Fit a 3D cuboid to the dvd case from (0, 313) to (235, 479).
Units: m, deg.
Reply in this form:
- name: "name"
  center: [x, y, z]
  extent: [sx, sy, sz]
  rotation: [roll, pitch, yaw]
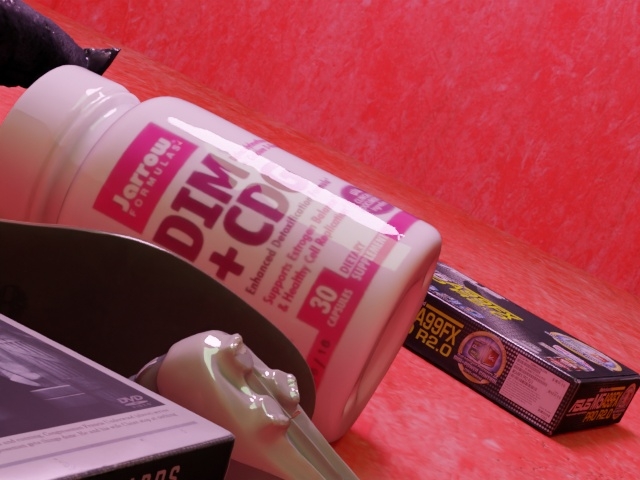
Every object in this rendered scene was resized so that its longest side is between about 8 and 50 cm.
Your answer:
- name: "dvd case"
  center: [-0.175, 0.046, 0.446]
  extent: [0.238, 0.030, 0.179]
  rotation: [22, 11, 28]

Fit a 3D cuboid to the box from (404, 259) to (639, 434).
- name: "box"
  center: [0.169, 0.097, 1.252]
  extent: [0.270, 0.060, 0.216]
  rotation: [31, 11, 29]

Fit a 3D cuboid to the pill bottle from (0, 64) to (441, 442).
- name: "pill bottle"
  center: [-0.077, 0.002, 0.834]
  extent: [0.283, 0.160, 0.160]
  rotation: [27, 10, 12]

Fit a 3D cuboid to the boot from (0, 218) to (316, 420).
- name: "boot"
  center: [-0.148, 0.037, 0.660]
  extent: [0.305, 0.112, 0.115]
  rotation: [21, 0, -13]

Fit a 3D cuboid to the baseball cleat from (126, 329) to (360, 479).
- name: "baseball cleat"
  center: [-0.016, 0.136, 0.544]
  extent: [0.206, 0.109, 0.072]
  rotation: [55, 22, -3]

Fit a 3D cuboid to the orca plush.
- name: "orca plush"
  center: [-0.265, -0.120, 0.806]
  extent: [0.151, 0.102, 0.287]
  rotation: [-18, -30, 26]
